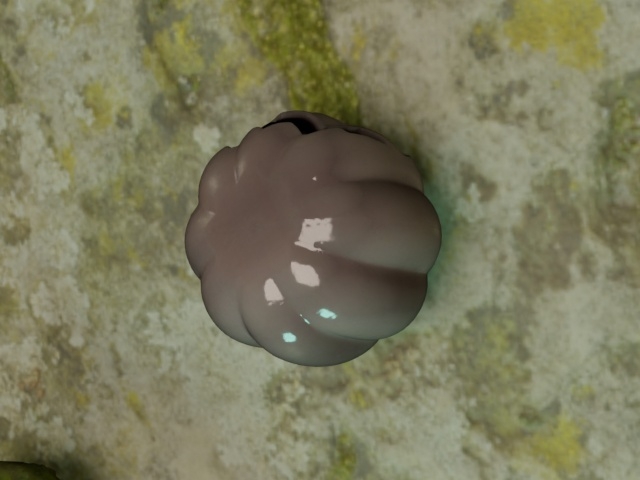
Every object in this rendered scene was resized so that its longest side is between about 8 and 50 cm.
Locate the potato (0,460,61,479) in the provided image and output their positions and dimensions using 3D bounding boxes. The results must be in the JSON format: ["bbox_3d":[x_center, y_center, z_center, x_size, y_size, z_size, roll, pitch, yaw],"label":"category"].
[{"bbox_3d":[-0.239,0.319,1.406,0.176,0.141,0.298,9,109,40],"label":"potato"}]

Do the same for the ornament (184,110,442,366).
[{"bbox_3d":[0.000,0.000,1.228,0.177,0.177,0.177,4,99,28],"label":"ornament"}]
